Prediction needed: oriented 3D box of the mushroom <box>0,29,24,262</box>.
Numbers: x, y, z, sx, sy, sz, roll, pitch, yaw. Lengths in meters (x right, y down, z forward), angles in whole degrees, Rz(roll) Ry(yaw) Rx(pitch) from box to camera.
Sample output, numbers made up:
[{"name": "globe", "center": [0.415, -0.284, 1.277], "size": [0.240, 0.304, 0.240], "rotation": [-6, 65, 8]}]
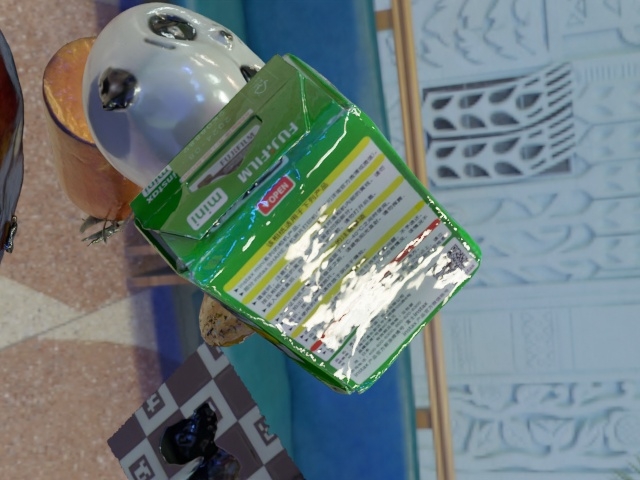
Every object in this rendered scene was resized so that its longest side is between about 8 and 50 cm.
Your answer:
[{"name": "mushroom", "center": [-0.391, -0.072, 0.667], "size": [0.345, 0.259, 0.346], "rotation": [9, 90, -79]}]

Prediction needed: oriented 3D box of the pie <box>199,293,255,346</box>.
[{"name": "pie", "center": [-0.055, 0.014, 0.978], "size": [0.069, 0.273, 0.274], "rotation": [34, 45, -26]}]

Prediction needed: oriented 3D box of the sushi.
[{"name": "sushi", "center": [-0.158, 0.398, 1.390], "size": [0.373, 0.296, 0.100], "rotation": [52, 16, 22]}]

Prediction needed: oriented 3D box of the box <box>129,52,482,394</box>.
[{"name": "box", "center": [0.000, 0.000, 0.624], "size": [0.250, 0.180, 0.103], "rotation": [43, 3, -45]}]

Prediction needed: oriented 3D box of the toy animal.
[{"name": "toy animal", "center": [-0.129, -0.126, 0.766], "size": [0.165, 0.187, 0.235], "rotation": [-61, -168, 2]}]

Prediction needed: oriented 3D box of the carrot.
[{"name": "carrot", "center": [-0.328, -0.135, 1.317], "size": [0.193, 0.214, 0.331], "rotation": [-34, 156, -31]}]
